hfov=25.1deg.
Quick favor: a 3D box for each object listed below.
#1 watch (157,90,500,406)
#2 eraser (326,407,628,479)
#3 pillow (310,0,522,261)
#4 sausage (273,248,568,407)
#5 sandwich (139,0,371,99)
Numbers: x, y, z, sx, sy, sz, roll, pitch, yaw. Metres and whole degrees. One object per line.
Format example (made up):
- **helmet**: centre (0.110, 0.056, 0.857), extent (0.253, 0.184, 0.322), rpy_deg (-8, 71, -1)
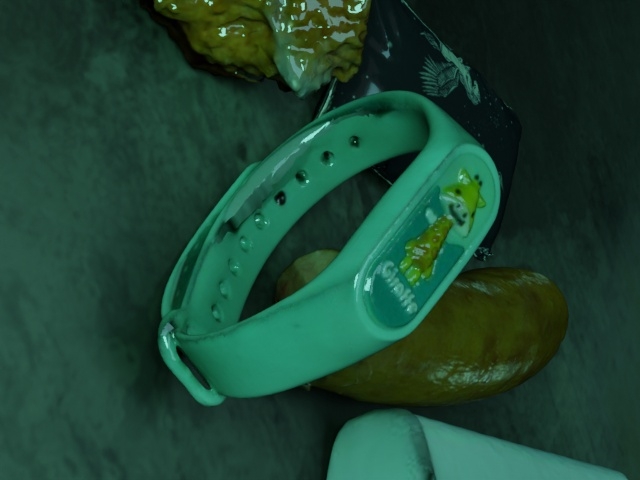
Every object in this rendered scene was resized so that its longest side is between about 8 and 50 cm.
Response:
- **watch**: centre (0.000, 0.000, 0.871), extent (0.237, 0.195, 0.068), rpy_deg (-53, 124, -28)
- **eraser**: centre (0.130, 0.238, 1.033), extent (0.290, 0.104, 0.189), rpy_deg (22, 57, -44)
- **pillow**: centre (0.080, -0.090, 1.082), extent (0.208, 0.055, 0.141), rpy_deg (34, 67, -38)
- **sausage**: centre (0.083, 0.063, 1.017), extent (0.270, 0.109, 0.108), rpy_deg (3, 80, -49)
- **sandwich**: centre (-0.024, -0.238, 0.910), extent (0.250, 0.162, 0.301), rpy_deg (-4, 83, -44)
